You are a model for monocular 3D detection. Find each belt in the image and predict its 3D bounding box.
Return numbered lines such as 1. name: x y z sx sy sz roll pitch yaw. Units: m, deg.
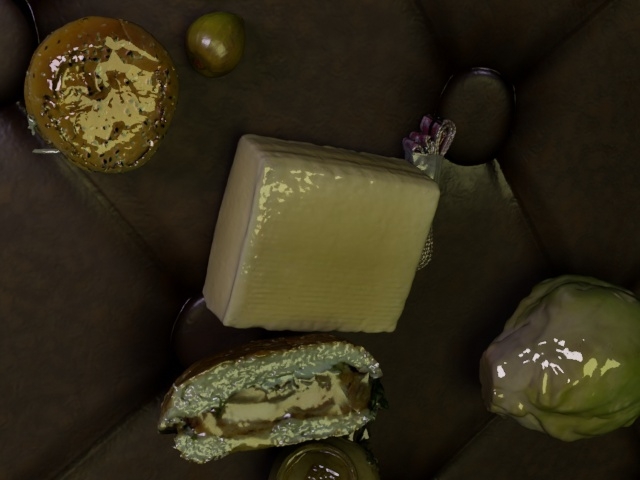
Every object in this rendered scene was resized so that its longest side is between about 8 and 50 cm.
1. belt: 0.143 -0.068 1.178 0.071 0.053 0.231 3 106 -24

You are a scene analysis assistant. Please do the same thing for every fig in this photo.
1. fig: -0.123 -0.242 0.968 0.074 0.074 0.088 47 65 -32

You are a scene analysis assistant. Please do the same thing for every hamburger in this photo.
1. hamburger: -0.250 -0.156 0.906 0.185 0.113 0.177 -42 122 -9
2. hamburger: -0.070 0.200 1.067 0.309 0.211 0.132 -9 89 -18

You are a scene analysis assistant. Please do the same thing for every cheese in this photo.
1. cheese: 0.000 0.000 1.081 0.266 0.124 0.242 5 115 -29

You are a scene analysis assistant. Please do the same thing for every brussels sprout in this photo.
1. brussels sprout: 0.417 0.189 1.316 0.317 0.242 0.273 10 127 -25

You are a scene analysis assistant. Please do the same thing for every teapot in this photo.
1. teapot: 0.015 0.374 1.221 0.269 0.173 0.182 -63 159 -20
